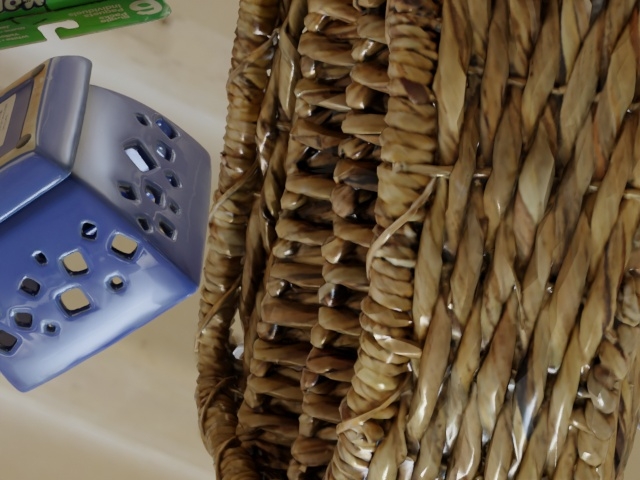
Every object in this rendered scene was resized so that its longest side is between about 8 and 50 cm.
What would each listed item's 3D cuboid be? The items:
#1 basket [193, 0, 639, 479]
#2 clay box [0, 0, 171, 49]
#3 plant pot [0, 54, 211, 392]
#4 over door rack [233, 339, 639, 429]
[{"bbox_3d":[0.029,-0.001,0.669,0.213,0.223,0.299,-48,151,-63],"label":"basket"},{"bbox_3d":[-0.173,-0.182,0.933,0.222,0.127,0.053,-126,-152,-47],"label":"clay box"},{"bbox_3d":[-0.264,-0.031,1.667,0.236,0.212,0.236,-31,-149,21],"label":"plant pot"},{"bbox_3d":[0.117,0.147,1.288,0.239,0.324,0.108,-29,142,-41],"label":"over door rack"}]
